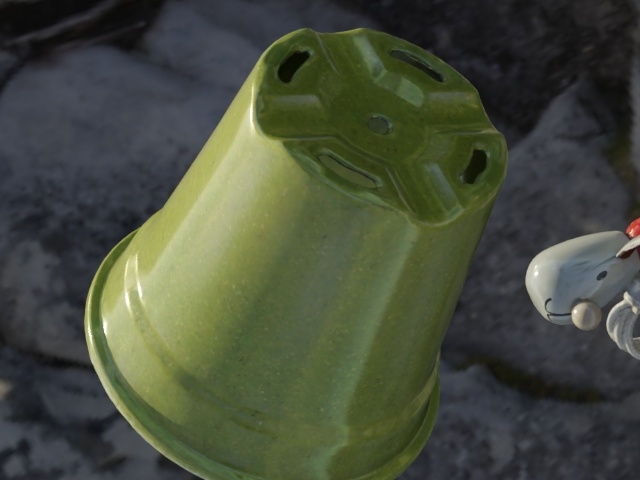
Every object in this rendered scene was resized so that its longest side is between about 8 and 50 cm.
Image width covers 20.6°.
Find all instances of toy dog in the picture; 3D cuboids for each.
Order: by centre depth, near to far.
[{"bbox_3d":[0.363,0.014,1.537,0.334,0.161,0.220,-40,126,18],"label":"toy dog"}]

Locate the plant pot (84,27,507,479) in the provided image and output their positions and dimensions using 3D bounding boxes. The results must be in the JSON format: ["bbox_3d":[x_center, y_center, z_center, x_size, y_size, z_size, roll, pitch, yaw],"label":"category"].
[{"bbox_3d":[0.000,0.000,1.231,0.276,0.276,0.254,43,135,17],"label":"plant pot"}]
